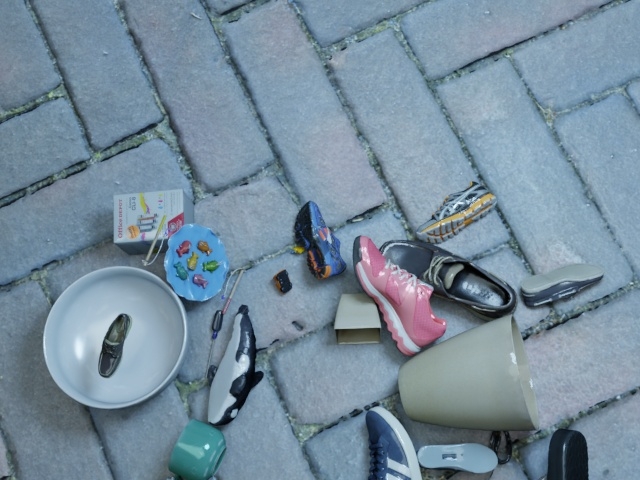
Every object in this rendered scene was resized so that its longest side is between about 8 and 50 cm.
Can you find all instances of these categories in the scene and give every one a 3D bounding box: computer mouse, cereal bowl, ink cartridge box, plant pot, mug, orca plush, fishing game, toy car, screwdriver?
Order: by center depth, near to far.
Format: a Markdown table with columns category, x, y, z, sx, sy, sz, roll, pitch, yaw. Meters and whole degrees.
| category | x | y | z | sx | sy | sz | roll | pitch | yaw |
| --- | --- | --- | --- | --- | --- | --- | --- | --- | --- |
| plant pot | 0.322 | 0.317 | 1.841 | 0.274 | 0.256 | 0.256 | -14 | 74 | 17 |
| computer mouse | 0.382 | 0.541 | 1.870 | 0.071 | 0.041 | 0.242 | 19 | 71 | 13 |
| mug | -0.275 | 0.494 | 1.890 | 0.098 | 0.157 | 0.129 | 22 | 53 | 9 |
| fishing game | -0.286 | 0.051 | 1.952 | 0.041 | 0.264 | 0.189 | -10 | 49 | 46 |
| plant pot | 0.088 | 0.182 | 1.953 | 0.109 | 0.109 | 0.096 | -3 | 64 | 4 |
| cereal bowl | -0.469 | 0.236 | 1.957 | 0.339 | 0.141 | 0.338 | -1 | 75 | 5 |
| orca plush | -0.187 | 0.303 | 1.966 | 0.151 | 0.102 | 0.287 | -23 | 54 | 44 |
| screwdriver | -0.264 | 0.252 | 2.003 | 0.025 | 0.024 | 0.169 | 9 | 81 | 37 |
| ink cartridge box | -0.411 | -0.044 | 2.035 | 0.176 | 0.127 | 0.128 | -5 | 75 | 4 |
| toy car | -0.075 | 0.073 | 2.037 | 0.041 | 0.060 | 0.122 | 5 | 48 | 50 |

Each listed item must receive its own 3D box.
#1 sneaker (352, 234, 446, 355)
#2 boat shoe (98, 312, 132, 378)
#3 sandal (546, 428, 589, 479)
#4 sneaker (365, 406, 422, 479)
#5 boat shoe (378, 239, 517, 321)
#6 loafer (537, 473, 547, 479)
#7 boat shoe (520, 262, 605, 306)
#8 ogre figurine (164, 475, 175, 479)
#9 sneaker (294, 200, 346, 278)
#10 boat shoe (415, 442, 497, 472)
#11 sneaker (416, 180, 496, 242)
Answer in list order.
| category | x | y | z | sx | sy | sz | roll | pitch | yaw |
| --- | --- | --- | --- | --- | --- | --- | --- | --- | --- |
| sneaker | 0.187 | 0.109 | 1.910 | 0.136 | 0.116 | 0.313 | -27 | 101 | 19 |
| boat shoe | -0.471 | 0.235 | 1.859 | 0.056 | 0.049 | 0.152 | 12 | 77 | 7 |
| sandal | 0.508 | 0.635 | 1.788 | 0.107 | 0.168 | 0.445 | -4 | 71 | 41 |
| sneaker | 0.142 | 0.547 | 1.818 | 0.148 | 0.131 | 0.349 | -13 | 73 | -21 |
| boat shoe | 0.303 | 0.077 | 1.948 | 0.356 | 0.130 | 0.132 | 20 | 77 | 9 |
| loafer | 0.492 | 0.565 | 1.848 | 0.125 | 0.039 | 0.045 | -34 | 76 | -5 |
| boat shoe | 0.579 | 0.108 | 1.968 | 0.206 | 0.075 | 0.064 | -14 | 117 | -5 |
| ogre figurine | -0.373 | 0.615 | 1.874 | 0.197 | 0.097 | 0.118 | -27 | 87 | 30 |
| sneaker | 0.000 | 0.000 | 2.025 | 0.087 | 0.083 | 0.221 | 6 | 56 | -38 |
| boat shoe | 0.302 | 0.490 | 1.866 | 0.184 | 0.083 | 0.065 | 5 | 75 | -3 |
| sneaker | 0.323 | -0.068 | 2.020 | 0.215 | 0.084 | 0.083 | -29 | 61 | -7 |
